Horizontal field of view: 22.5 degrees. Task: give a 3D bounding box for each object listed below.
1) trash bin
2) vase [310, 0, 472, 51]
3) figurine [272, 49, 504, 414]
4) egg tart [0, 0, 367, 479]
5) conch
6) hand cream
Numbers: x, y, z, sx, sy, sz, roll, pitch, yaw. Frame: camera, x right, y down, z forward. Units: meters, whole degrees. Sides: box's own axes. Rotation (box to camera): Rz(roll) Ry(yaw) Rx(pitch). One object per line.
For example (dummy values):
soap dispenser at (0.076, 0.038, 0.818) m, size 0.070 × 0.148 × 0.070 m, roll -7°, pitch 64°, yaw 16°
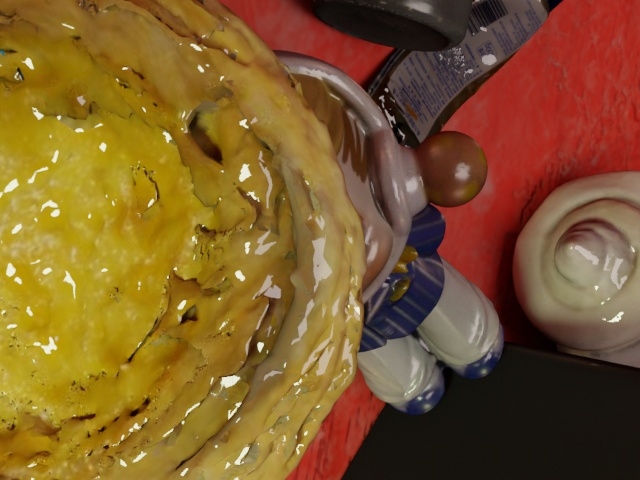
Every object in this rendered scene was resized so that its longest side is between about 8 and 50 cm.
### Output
trash bin at (0.128, 0.148, 0.902) m, size 0.115 × 0.225 × 0.165 m, roll 42°, pitch 72°, yaw -37°
vase at (0.059, -0.216, 0.871) m, size 0.086 × 0.086 × 0.214 m, roll 19°, pitch 82°, yaw -40°
figurine at (0.010, -0.004, 0.840) m, size 0.274 × 0.133 × 0.194 m, roll 17°, pitch 131°, yaw -37°
egg tart at (-0.115, 0.012, 0.688) m, size 0.107 × 0.290 × 0.291 m, roll 0°, pitch 101°, yaw -72°
conch at (0.226, 0.049, 1.027) m, size 0.255 × 0.127 × 0.158 m, roll 21°, pitch 85°, yaw -41°
hand cream at (0.087, -0.112, 0.944) m, size 0.163 × 0.039 × 0.062 m, roll -44°, pitch 125°, yaw -17°
